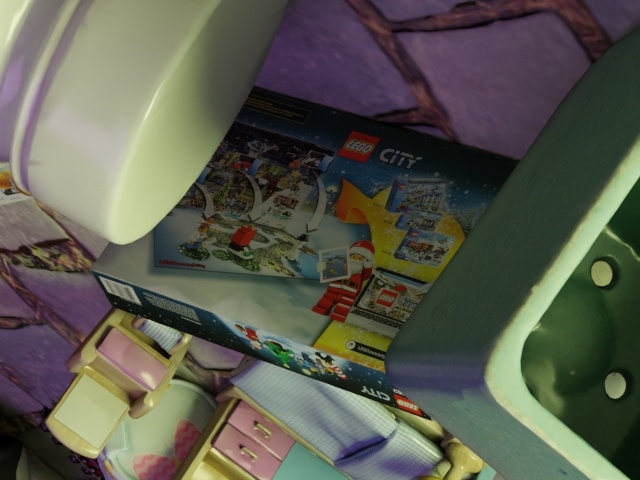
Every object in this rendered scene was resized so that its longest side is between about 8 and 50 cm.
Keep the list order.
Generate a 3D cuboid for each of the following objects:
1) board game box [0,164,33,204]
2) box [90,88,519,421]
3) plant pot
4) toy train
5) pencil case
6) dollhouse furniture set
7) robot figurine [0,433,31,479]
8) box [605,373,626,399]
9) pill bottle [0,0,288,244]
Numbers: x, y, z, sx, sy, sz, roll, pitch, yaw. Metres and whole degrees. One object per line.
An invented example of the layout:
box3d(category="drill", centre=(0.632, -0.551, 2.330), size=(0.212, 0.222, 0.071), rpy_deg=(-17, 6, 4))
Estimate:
box3d(category="board game box", centre=(-0.223, -0.115, 1.286), size=(0.193, 0.053, 0.305), rpy_deg=(47, 151, -24))
box3d(category="box", centre=(0.000, 0.000, 1.115), size=(0.233, 0.159, 0.044), rpy_deg=(18, 151, 29))
box3d(category="plant pot", centre=(0.177, 0.044, 0.928), size=(0.248, 0.247, 0.252), rpy_deg=(41, 164, -15))
box3d(category="toy train", centre=(-0.234, 0.220, 1.889), size=(0.036, 0.027, 0.158), rpy_deg=(2, 140, 41))
box3d(category="pencil case", centre=(-0.148, 0.224, 1.702), size=(0.124, 0.113, 0.273), rpy_deg=(11, 152, -4))
box3d(category="dollhouse furniture set", centre=(-0.060, 0.173, 1.429), size=(0.286, 0.198, 0.303), rpy_deg=(38, 153, -9))
box3d(category="robot figurine", centre=(-0.386, 0.306, 1.962), size=(0.174, 0.278, 0.209), rpy_deg=(-8, -173, -2))
box3d(category="box", centre=(0.127, 0.094, 1.195), size=(0.175, 0.051, 0.220), rpy_deg=(23, 167, 19))
box3d(category="pill bottle", centre=(-0.227, -0.171, 1.005), size=(0.392, 0.224, 0.224), rpy_deg=(29, 153, 8))
